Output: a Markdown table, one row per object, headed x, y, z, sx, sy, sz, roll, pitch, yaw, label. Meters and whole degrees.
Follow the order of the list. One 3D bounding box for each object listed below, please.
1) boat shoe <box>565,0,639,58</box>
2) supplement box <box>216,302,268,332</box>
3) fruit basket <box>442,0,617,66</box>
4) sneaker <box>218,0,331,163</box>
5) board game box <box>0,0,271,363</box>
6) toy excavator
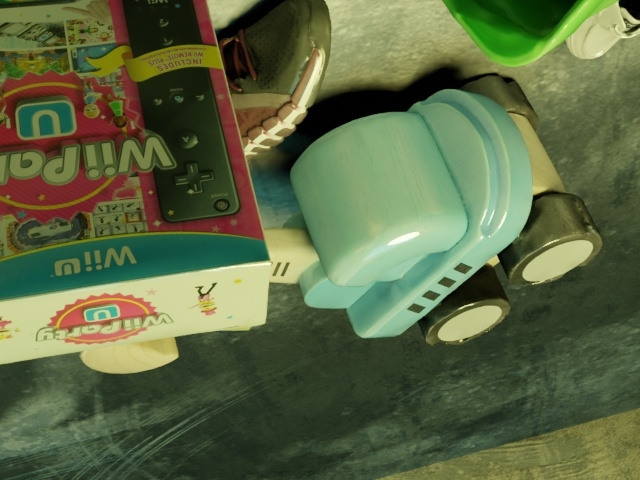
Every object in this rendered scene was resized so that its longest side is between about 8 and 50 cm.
| x | y | z | sx | sy | sz | roll | pitch | yaw | label |
| --- | --- | --- | --- | --- | --- | --- | --- | --- | --- |
| 0.304 | -0.238 | 0.913 | 0.066 | 0.063 | 0.184 | -2 | 148 | -21 | boat shoe |
| -0.129 | 0.085 | 1.279 | 0.083 | 0.056 | 0.083 | 3 | 146 | -28 | supplement box |
| 0.102 | -0.291 | 0.406 | 0.392 | 0.282 | 0.392 | -28 | 161 | -11 | fruit basket |
| -0.119 | -0.136 | 0.861 | 0.163 | 0.106 | 0.281 | 11 | 143 | -32 | sneaker |
| -0.174 | -0.073 | 0.664 | 0.224 | 0.303 | 0.097 | -9 | 151 | -13 | board game box |
| 0.000 | 0.000 | 0.999 | 0.445 | 0.222 | 0.433 | 5 | 144 | -37 | toy excavator |
